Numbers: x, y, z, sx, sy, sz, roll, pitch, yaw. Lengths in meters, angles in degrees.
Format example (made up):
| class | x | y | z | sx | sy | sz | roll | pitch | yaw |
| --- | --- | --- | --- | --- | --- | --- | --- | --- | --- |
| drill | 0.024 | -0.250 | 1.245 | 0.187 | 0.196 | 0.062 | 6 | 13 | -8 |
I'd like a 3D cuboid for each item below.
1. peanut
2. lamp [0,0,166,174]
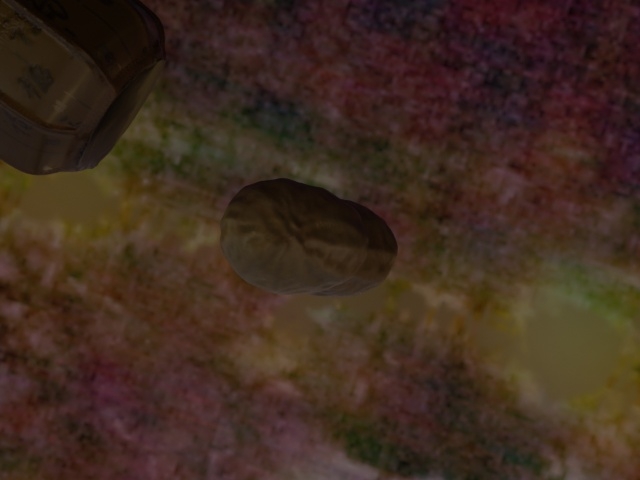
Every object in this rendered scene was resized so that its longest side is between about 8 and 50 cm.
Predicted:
| class | x | y | z | sx | sy | sz | roll | pitch | yaw |
| --- | --- | --- | --- | --- | --- | --- | --- | --- | --- |
| peanut | 0.000 | 0.000 | 1.276 | 0.125 | 0.111 | 0.274 | -3 | 176 | 24 |
| lamp | -0.214 | -0.142 | 0.919 | 0.185 | 0.161 | 0.161 | 36 | 178 | 0 |
